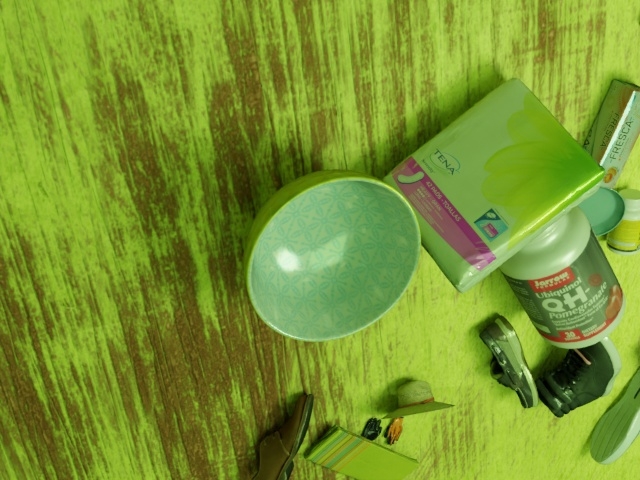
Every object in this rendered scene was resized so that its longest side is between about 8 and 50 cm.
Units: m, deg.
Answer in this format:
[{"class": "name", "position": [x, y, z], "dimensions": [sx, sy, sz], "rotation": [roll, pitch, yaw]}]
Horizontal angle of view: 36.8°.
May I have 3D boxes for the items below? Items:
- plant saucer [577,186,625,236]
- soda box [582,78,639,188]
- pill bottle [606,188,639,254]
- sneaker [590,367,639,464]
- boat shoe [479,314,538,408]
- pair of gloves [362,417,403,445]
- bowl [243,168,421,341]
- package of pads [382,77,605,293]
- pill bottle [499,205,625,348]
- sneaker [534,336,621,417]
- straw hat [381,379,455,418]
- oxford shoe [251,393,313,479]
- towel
[{"class": "plant saucer", "position": [0.500, -0.058, 1.775], "dimensions": [0.119, 0.021, 0.119], "rotation": [1, 130, 1]}, {"class": "soda box", "position": [0.519, -0.188, 1.701], "dimensions": [0.058, 0.063, 0.183], "rotation": [9, 114, -27]}, {"class": "pill bottle", "position": [0.578, -0.036, 1.813], "dimensions": [0.065, 0.065, 0.116], "rotation": [-11, 122, -17]}, {"class": "sneaker", "position": [0.687, 0.386, 2.084], "dimensions": [0.091, 0.094, 0.258], "rotation": [25, 106, -27]}, {"class": "boat shoe", "position": [0.365, 0.246, 1.883], "dimensions": [0.073, 0.080, 0.223], "rotation": [-25, 120, -1]}, {"class": "pair of gloves", "position": [0.122, 0.376, 1.892], "dimensions": [0.083, 0.010, 0.074], "rotation": [2, 119, -21]}, {"class": "bowl", "position": [0.000, 0.000, 1.534], "dimensions": [0.290, 0.156, 0.289], "rotation": [-10, 121, -17]}, {"class": "package of pads", "position": [0.271, -0.094, 1.557], "dimensions": [0.296, 0.229, 0.101], "rotation": [-37, 161, 2]}, {"class": "pill bottle", "position": [0.413, 0.035, 1.717], "dimensions": [0.176, 0.176, 0.318], "rotation": [-37, 126, 1]}, {"class": "sneaker", "position": [0.498, 0.262, 1.893], "dimensions": [0.147, 0.104, 0.295], "rotation": [-28, 146, -7]}, {"class": "straw hat", "position": [0.181, 0.299, 1.836], "dimensions": [0.145, 0.144, 0.061], "rotation": [-8, 81, -19]}, {"class": "oxford shoe", "position": [-0.071, 0.373, 1.777], "dimensions": [0.076, 0.076, 0.212], "rotation": [24, 99, 9]}, {"class": "towel", "position": [0.083, 0.431, 1.897], "dimensions": [0.237, 0.021, 0.102], "rotation": [30, 117, -34]}]
